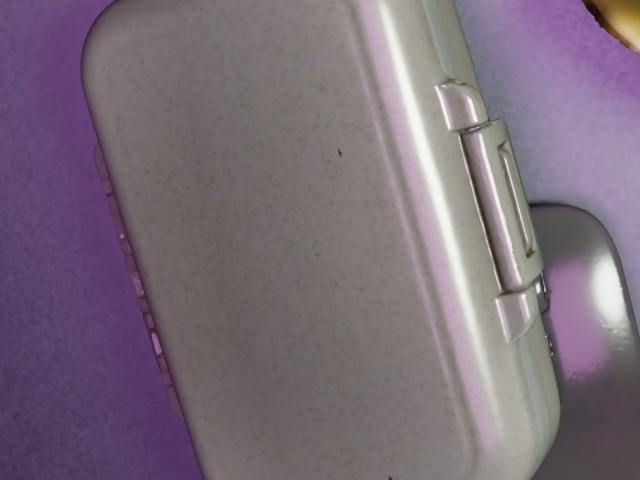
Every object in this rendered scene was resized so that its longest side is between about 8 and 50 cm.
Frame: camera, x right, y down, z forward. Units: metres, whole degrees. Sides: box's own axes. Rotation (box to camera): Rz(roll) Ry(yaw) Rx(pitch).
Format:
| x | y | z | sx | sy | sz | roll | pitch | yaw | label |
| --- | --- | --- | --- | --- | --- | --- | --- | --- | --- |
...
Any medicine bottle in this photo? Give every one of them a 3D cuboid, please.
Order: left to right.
| x | y | z | sx | sy | sz | roll | pitch | yaw | label |
| --- | --- | --- | --- | --- | --- | --- | --- | --- | --- |
| 0.000 | 0.000 | 0.915 | 0.282 | 0.123 | 0.375 | -12 | 98 | 31 | medicine bottle |

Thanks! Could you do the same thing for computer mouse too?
| x | y | z | sx | sy | sz | roll | pitch | yaw | label |
| --- | --- | --- | --- | --- | --- | --- | --- | --- | --- |
| 0.161 | 0.090 | 0.960 | 0.120 | 0.057 | 0.232 | -10 | 103 | 15 | computer mouse |

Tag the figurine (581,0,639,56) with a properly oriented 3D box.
| x | y | z | sx | sy | sz | roll | pitch | yaw | label |
| --- | --- | --- | --- | --- | --- | --- | --- | --- | --- |
| 0.282 | -0.189 | 0.777 | 0.208 | 0.181 | 0.257 | 21 | 116 | -32 | figurine |
